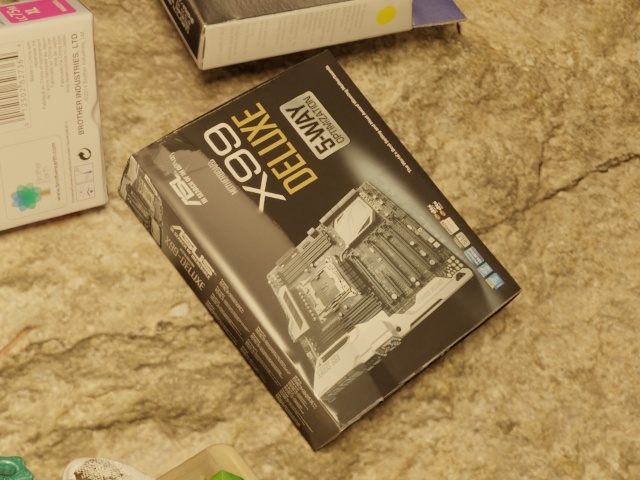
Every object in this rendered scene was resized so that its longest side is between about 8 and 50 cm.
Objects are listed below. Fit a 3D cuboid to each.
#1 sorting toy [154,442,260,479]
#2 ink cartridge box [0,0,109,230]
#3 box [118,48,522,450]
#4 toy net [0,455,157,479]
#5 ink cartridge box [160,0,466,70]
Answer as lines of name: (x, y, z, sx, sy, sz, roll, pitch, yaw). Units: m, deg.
sorting toy: (-0.053, 0.249, 0.862, 0.193, 0.038, 0.208, 51, 14, 7)
ink cartridge box: (-0.329, -0.081, 0.901, 0.311, 0.185, 0.065, -18, 40, -29)
box: (0.000, 0.000, 1.048, 0.242, 0.076, 0.307, -32, 80, -31)
toy net: (-0.233, 0.194, 0.879, 0.232, 0.045, 0.122, 8, 25, -18)
ink cartridge box: (-0.042, -0.320, 1.155, 0.307, 0.072, 0.303, -17, 57, -24)
